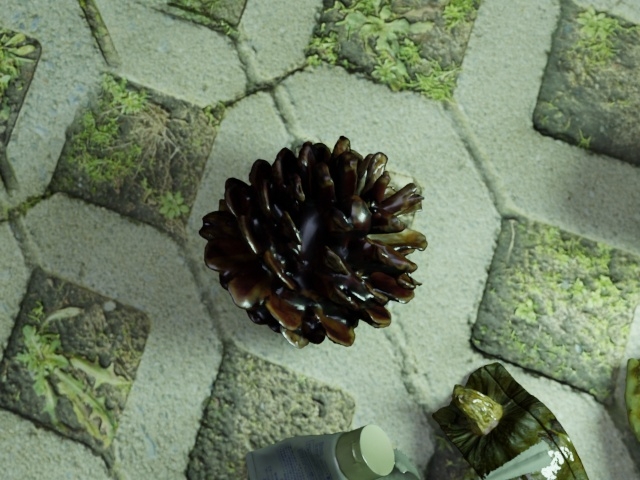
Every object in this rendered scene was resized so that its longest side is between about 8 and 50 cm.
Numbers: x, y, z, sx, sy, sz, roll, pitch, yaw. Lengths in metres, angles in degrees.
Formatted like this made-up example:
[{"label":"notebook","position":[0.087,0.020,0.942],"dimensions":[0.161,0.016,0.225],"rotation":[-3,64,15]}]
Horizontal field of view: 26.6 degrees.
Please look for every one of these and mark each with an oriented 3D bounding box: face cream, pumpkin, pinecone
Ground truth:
[{"label":"face cream","position":[-0.009,0.308,1.807],"dimensions":[0.224,0.070,0.114],"rotation":[-27,64,34]},{"label":"pumpkin","position":[0.250,0.269,1.755],"dimensions":[0.131,0.126,0.248],"rotation":[-37,70,-3]},{"label":"pinecone","position":[0.001,-0.004,1.826],"dimensions":[0.296,0.242,0.298],"rotation":[-28,64,5]}]

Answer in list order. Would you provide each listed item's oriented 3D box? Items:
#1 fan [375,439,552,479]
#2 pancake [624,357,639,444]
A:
[{"label":"fan","position":[0.118,0.348,1.740],"dimensions":[0.415,0.012,0.233],"rotation":[-25,59,27]},{"label":"pancake","position":[0.564,0.263,1.689],"dimensions":[0.427,0.067,0.305],"rotation":[23,62,30]}]
